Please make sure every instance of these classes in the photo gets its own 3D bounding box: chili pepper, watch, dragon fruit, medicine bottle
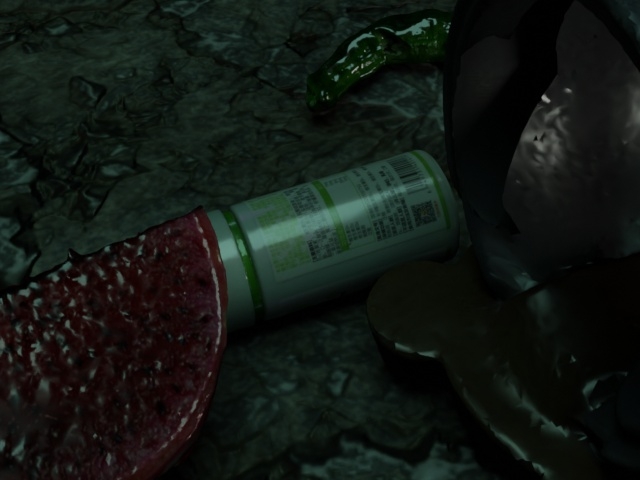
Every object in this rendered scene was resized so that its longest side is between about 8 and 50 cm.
[{"bbox_3d":[0.058,-0.162,0.881,0.182,0.050,0.073,-25,58,-15],"label":"chili pepper"},{"bbox_3d":[0.202,0.002,0.536,0.314,0.327,0.335,-15,49,-10],"label":"watch"},{"bbox_3d":[-0.170,0.092,0.589,0.261,0.163,0.189,-22,52,-32],"label":"dragon fruit"},{"bbox_3d":[0.000,0.000,0.712,0.183,0.086,0.086,-17,49,-12],"label":"medicine bottle"}]
